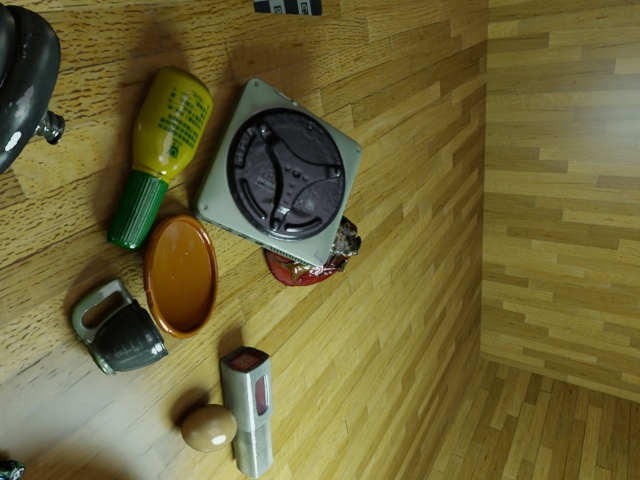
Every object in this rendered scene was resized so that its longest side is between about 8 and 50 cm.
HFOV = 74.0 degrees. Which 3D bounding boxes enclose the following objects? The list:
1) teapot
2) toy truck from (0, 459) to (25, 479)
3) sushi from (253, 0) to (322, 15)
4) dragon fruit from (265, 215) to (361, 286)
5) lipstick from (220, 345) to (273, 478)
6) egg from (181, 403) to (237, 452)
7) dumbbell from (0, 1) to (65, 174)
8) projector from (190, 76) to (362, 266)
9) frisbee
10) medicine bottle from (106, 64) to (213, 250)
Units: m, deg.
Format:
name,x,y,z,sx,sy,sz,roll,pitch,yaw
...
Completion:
name,x,y,z,sx,sy,sz,roll,pitch,yaw
teapot,-0.278,0.127,0.585,0.091,0.124,0.092,-31,169,-25
toy truck,-0.390,0.309,0.449,0.154,0.078,0.080,-61,141,-26
sushi,-0.045,-0.520,0.775,0.215,0.051,0.192,-35,126,-47
dragon fruit,0.002,0.002,0.892,0.219,0.148,0.223,-33,124,-47
lipstick,-0.139,0.340,0.834,0.079,0.078,0.252,-23,118,-52
egg,-0.196,0.326,0.742,0.096,0.080,0.080,40,65,-49
dumbbell,-0.369,-0.166,0.268,0.406,0.179,0.178,29,74,-56
projector,-0.061,-0.113,0.753,0.257,0.079,0.258,25,76,-29
frisbee,-0.216,0.054,0.654,0.192,0.035,0.191,-4,90,-76
medicine bottle,-0.227,-0.113,0.594,0.095,0.064,0.260,32,71,-53
